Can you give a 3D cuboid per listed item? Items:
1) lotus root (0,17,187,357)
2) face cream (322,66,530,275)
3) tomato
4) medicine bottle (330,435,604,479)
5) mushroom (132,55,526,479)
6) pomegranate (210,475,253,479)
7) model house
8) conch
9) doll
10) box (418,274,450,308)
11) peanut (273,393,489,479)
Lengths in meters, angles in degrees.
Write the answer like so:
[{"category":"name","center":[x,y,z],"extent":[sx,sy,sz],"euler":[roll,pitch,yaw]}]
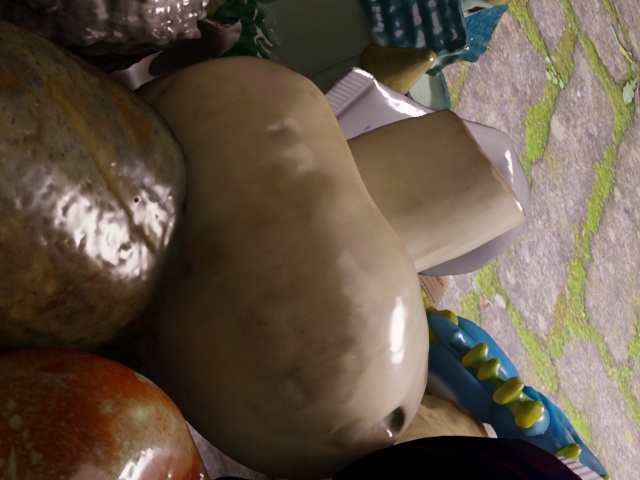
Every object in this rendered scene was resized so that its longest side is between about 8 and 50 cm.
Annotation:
[{"category":"lotus root","center":[-0.270,-0.042,1.159],"extent":[0.346,0.250,0.250],"euler":[25,53,-47]},{"category":"face cream","center":[0.069,-0.060,1.690],"extent":[0.420,0.235,0.137],"euler":[14,46,-52]},{"category":"tomato","center":[-0.201,0.205,1.134],"extent":[0.270,0.222,0.270],"euler":[6,90,-70]},{"category":"medicine bottle","center":[0.146,0.271,1.391],"extent":[0.395,0.242,0.243],"euler":[4,71,-63]},{"category":"mushroom","center":[-0.031,0.005,1.373],"extent":[0.325,0.353,0.353],"euler":[36,45,-44]},{"category":"pomegranate","center":[-0.078,0.268,1.401],"extent":[0.169,0.122,0.143],"euler":[43,62,-73]},{"category":"model house","center":[0.096,-0.192,1.727],"extent":[0.267,0.325,0.194],"euler":[5,68,-57]},{"category":"conch","center":[-0.175,-0.202,1.389],"extent":[0.313,0.240,0.186],"euler":[34,59,-63]},{"category":"doll","center":[0.204,0.195,1.816],"extent":[0.341,0.099,0.346],"euler":[48,2,28]},{"category":"box","center":[0.118,0.049,1.922],"extent":[0.053,0.024,0.083],"euler":[60,31,-19]},{"category":"peanut","center":[0.079,0.223,1.642],"extent":[0.291,0.159,0.143],"euler":[7,107,-57]}]
